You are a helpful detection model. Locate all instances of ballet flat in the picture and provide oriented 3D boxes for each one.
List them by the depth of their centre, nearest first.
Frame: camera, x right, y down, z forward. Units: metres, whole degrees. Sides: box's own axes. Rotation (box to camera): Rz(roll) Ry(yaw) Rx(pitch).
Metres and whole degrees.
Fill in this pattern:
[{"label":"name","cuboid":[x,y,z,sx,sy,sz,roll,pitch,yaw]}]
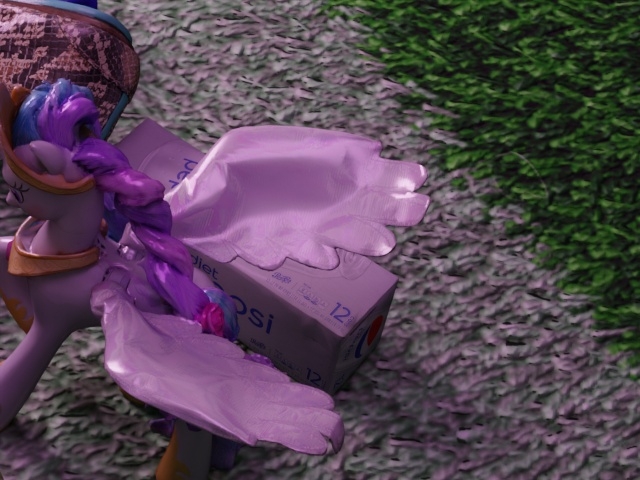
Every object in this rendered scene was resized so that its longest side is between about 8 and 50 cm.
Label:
[{"label":"ballet flat","cuboid":[-0.401,-0.171,1.608,0.483,0.164,0.182,18,75,18]}]

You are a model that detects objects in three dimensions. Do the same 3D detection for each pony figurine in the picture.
[{"label":"pony figurine","cuboid":[-0.126,0.049,1.353,0.351,0.363,0.303,19,49,4]}]

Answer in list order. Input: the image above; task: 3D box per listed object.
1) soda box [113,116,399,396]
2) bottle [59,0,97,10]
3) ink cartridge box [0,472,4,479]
[{"label":"soda box","cuboid":[-0.076,0.013,1.569,0.286,0.098,0.091,33,52,17]},{"label":"bottle","cuboid":[-0.355,-0.283,1.762,0.283,0.092,0.118,38,53,19]},{"label":"ink cartridge box","cuboid":[-0.330,0.151,1.344,0.097,0.189,0.255,-19,55,-23]}]
